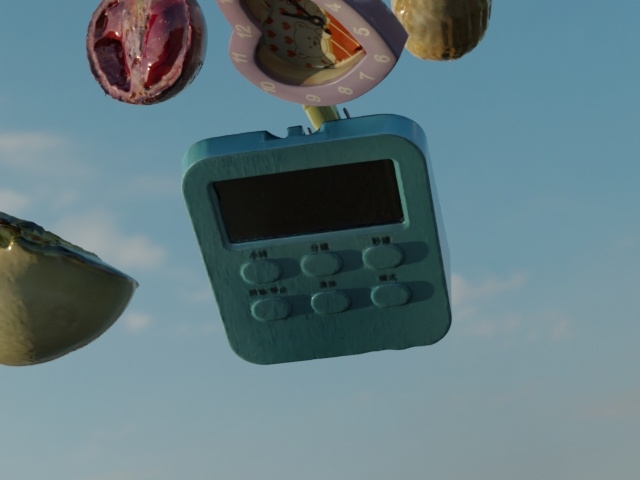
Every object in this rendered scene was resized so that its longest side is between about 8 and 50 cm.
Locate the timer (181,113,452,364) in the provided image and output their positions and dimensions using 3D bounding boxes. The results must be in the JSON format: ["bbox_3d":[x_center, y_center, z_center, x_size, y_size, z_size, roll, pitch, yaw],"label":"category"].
[{"bbox_3d":[0.000,0.000,1.321,0.232,0.091,0.250,-7,-44,10],"label":"timer"}]

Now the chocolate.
[{"bbox_3d":[0.137,-0.343,1.620,0.134,0.134,0.309,-13,-48,-14],"label":"chocolate"}]

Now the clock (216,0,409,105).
[{"bbox_3d":[-0.002,-0.201,1.268,0.172,0.064,0.198,11,-28,15],"label":"clock"}]

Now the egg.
[{"bbox_3d":[-0.380,0.077,1.804,0.264,0.174,0.286,23,-13,-24],"label":"egg"}]

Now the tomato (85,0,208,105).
[{"bbox_3d":[-0.222,-0.266,1.908,0.189,0.173,0.099,4,-3,36],"label":"tomato"}]

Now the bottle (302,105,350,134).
[{"bbox_3d":[0.013,-0.162,2.008,0.063,0.101,0.047,-27,-1,44],"label":"bottle"}]
